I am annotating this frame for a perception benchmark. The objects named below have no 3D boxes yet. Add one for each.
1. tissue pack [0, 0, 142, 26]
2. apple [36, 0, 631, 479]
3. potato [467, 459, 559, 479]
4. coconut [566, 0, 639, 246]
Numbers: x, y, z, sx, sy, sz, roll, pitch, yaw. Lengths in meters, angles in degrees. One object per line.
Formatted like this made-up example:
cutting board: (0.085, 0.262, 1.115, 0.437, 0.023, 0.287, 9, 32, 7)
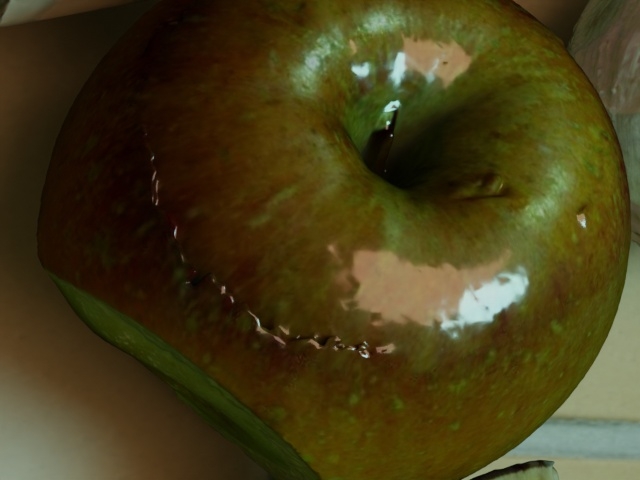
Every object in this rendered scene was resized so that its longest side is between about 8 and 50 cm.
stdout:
tissue pack: (-0.117, -0.259, 1.103, 0.305, 0.238, 0.239, -18, 99, -34)
apple: (0.000, 0.000, 1.096, 0.384, 0.374, 0.374, -2, 90, -21)
potato: (0.059, 0.268, 1.153, 0.239, 0.299, 0.116, -1, 55, -41)
coconut: (0.331, -0.101, 1.361, 0.254, 0.297, 0.297, -46, 114, -10)
